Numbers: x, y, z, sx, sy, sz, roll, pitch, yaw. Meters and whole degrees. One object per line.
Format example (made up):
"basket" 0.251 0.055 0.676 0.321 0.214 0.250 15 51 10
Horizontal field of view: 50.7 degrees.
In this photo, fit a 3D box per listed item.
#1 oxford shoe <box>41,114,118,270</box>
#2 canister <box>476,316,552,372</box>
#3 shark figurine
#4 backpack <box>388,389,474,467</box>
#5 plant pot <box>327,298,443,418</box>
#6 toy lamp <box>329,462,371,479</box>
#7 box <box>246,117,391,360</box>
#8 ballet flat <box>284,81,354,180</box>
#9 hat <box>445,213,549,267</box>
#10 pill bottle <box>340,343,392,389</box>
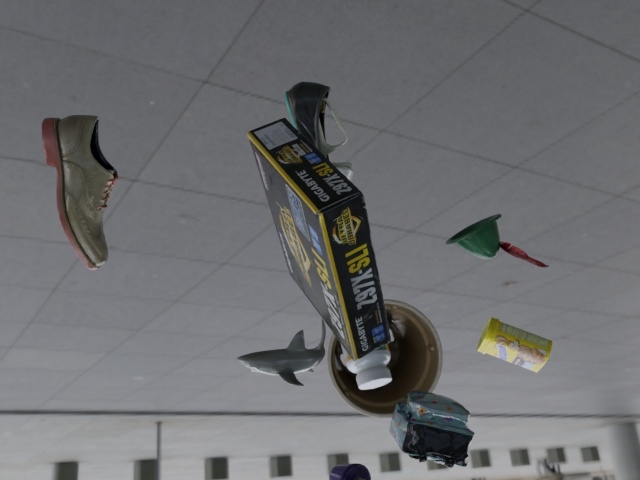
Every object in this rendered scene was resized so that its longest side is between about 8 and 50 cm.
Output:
"oxford shoe" -0.509 -0.106 1.493 0.130 0.348 0.123 -11 -165 -3
"canister" 0.520 0.282 1.814 0.170 0.073 0.126 20 149 10
"shark figurine" -0.045 0.264 1.654 0.166 0.116 0.278 18 -163 40
"backpack" 0.247 0.423 1.546 0.165 0.144 0.188 11 174 -10
"plant pot" 0.170 0.341 2.057 0.333 0.334 0.305 -3 177 -5
"toy lamp" 0.116 0.482 1.285 0.080 0.080 0.274 13 172 -37
"box" 0.000 0.000 1.081 0.079 0.257 0.322 -27 133 -15
"ballet flat" 0.007 -0.153 1.246 0.096 0.280 0.095 -8 -161 11
"hat" 0.475 0.042 1.893 0.173 0.184 0.208 -30 -179 -13
"pill bottle" 0.112 0.268 1.728 0.117 0.208 0.117 -12 154 -6
